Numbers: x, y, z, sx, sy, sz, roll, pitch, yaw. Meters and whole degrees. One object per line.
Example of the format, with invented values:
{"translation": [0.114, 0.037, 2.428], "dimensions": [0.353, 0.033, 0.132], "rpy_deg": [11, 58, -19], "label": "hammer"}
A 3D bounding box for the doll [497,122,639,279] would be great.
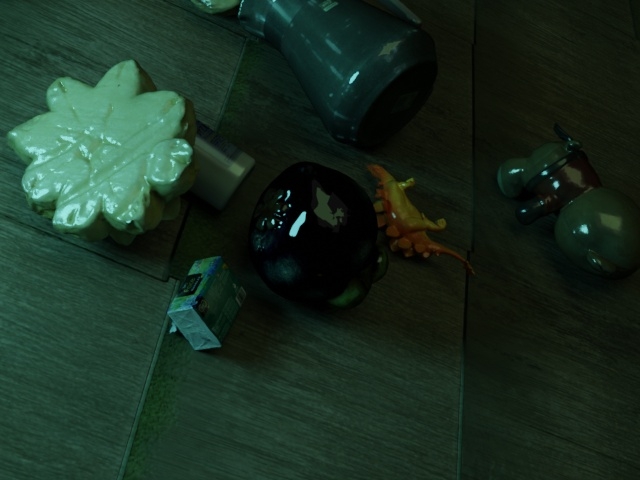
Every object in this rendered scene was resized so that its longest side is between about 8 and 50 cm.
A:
{"translation": [0.506, -0.071, 1.946], "dimensions": [0.235, 0.174, 0.330], "rpy_deg": [-14, 61, -46], "label": "doll"}

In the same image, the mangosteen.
{"translation": [0.000, 0.000, 1.555], "dimensions": [0.243, 0.243, 0.243], "rpy_deg": [17, 47, -19], "label": "mangosteen"}

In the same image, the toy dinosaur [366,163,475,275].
{"translation": [0.152, -0.029, 1.769], "dimensions": [0.117, 0.070, 0.288], "rpy_deg": [-20, 62, -29], "label": "toy dinosaur"}

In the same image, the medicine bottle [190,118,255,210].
{"translation": [-0.205, -0.138, 1.612], "dimensions": [0.187, 0.103, 0.103], "rpy_deg": [35, 43, -1], "label": "medicine bottle"}

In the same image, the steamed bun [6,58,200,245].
{"translation": [-0.309, -0.124, 1.491], "dimensions": [0.295, 0.137, 0.292], "rpy_deg": [-1, 66, 11], "label": "steamed bun"}

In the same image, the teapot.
{"translation": [0.048, -0.372, 1.865], "dimensions": [0.300, 0.253, 0.344], "rpy_deg": [-33, 70, -28], "label": "teapot"}

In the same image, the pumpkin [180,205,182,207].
{"translation": [-0.266, -0.060, 1.558], "dimensions": [0.073, 0.035, 0.101], "rpy_deg": [42, 41, 3], "label": "pumpkin"}

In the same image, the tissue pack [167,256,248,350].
{"translation": [-0.172, 0.093, 1.461], "dimensions": [0.085, 0.079, 0.111], "rpy_deg": [58, 36, -30], "label": "tissue pack"}

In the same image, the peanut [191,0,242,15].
{"translation": [-0.161, -0.563, 1.967], "dimensions": [0.174, 0.158, 0.340], "rpy_deg": [31, 43, -37], "label": "peanut"}
